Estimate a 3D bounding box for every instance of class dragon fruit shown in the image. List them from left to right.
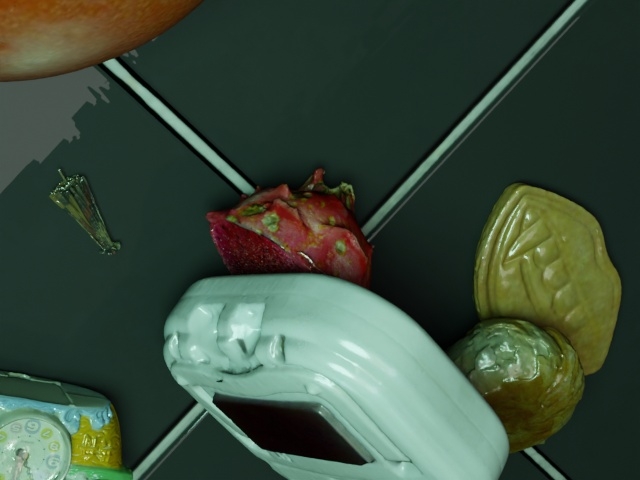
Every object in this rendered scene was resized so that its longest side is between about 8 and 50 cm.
[{"bbox_3d":[0.000,0.000,0.919,0.111,0.153,0.153,-50,119,-18],"label":"dragon fruit"}]

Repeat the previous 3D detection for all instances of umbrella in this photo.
[{"bbox_3d":[-0.185,-0.021,0.898,0.031,0.020,0.083,-33,122,-6],"label":"umbrella"}]

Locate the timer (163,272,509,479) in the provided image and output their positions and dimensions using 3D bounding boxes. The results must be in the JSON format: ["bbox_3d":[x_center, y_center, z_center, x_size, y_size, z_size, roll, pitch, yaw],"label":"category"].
[{"bbox_3d":[0.003,0.125,0.891,0.237,0.262,0.087,47,59,-28],"label":"timer"}]

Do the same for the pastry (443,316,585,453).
[{"bbox_3d":[0.164,0.133,1.032,0.153,0.081,0.153,-1,129,-1],"label":"pastry"}]

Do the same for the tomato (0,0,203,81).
[{"bbox_3d":[-0.190,-0.243,0.671,0.321,0.321,0.322,-7,111,-18],"label":"tomato"}]

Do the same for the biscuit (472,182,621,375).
[{"bbox_3d":[0.210,0.044,1.066,0.142,0.029,0.221,-28,117,-9],"label":"biscuit"}]

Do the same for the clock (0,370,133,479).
[{"bbox_3d":[-0.257,0.179,0.896,0.231,0.103,0.144,15,95,-26],"label":"clock"}]
